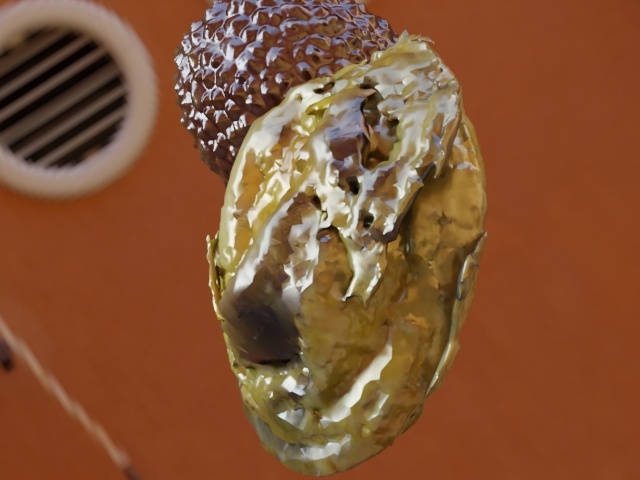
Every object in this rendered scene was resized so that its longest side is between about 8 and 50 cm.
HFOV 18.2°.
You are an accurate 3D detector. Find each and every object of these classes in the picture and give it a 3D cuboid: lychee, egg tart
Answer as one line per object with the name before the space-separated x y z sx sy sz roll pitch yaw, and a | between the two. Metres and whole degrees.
lychee | -0.021 -0.119 1.540 0.188 0.188 0.188 -33 -5 -3
egg tart | 0.000 0.000 1.279 0.132 0.297 0.297 15 -34 -29
